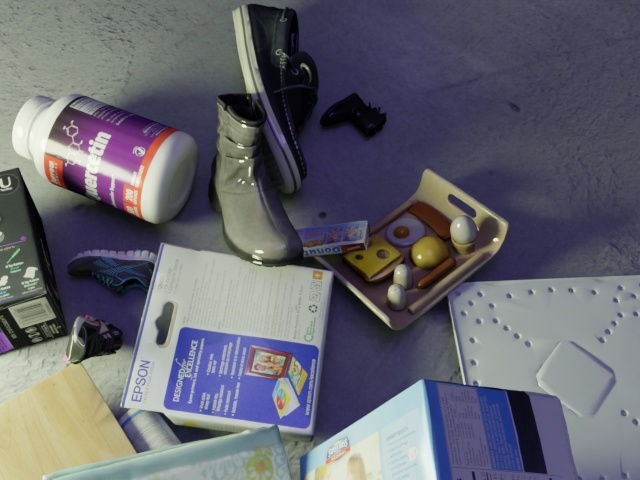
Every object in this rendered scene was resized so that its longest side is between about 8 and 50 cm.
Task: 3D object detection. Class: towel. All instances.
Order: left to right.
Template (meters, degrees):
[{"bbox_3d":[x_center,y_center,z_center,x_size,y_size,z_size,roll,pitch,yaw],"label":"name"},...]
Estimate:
[{"bbox_3d":[-0.203,0.453,1.103,0.374,0.090,0.320,-9,79,-18],"label":"towel"}]

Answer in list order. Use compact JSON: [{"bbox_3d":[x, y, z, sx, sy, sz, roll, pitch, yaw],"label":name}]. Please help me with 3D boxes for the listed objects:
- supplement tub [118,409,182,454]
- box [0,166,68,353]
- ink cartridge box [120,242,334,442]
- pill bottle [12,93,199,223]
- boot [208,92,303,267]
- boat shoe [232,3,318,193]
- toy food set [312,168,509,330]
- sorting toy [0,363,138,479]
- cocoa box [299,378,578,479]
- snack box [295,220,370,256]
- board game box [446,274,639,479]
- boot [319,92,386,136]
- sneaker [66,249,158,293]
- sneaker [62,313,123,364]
[{"bbox_3d":[-0.269,0.319,1.255,0.071,0.071,0.107,-34,65,-23],"label":"supplement tub"},{"bbox_3d":[-0.546,0.036,1.359,0.143,0.165,0.270,-16,60,-14],"label":"box"},{"bbox_3d":[-0.145,0.168,1.322,0.307,0.072,0.303,8,59,-1],"label":"ink cartridge box"},{"bbox_3d":[-0.406,-0.163,1.490,0.323,0.181,0.181,20,58,9],"label":"pill bottle"},{"bbox_3d":[-0.125,-0.117,1.398,0.118,0.223,0.338,-11,36,-28],"label":"boot"},{"bbox_3d":[-0.077,-0.311,1.613,0.156,0.187,0.500,-9,53,-3],"label":"boat shoe"},{"bbox_3d":[0.163,0.005,1.447,0.306,0.092,0.220,-35,53,-21],"label":"toy food set"},{"bbox_3d":[-0.417,0.364,1.204,0.255,0.089,0.257,-30,64,-21],"label":"sorting toy"},{"bbox_3d":[0.147,0.360,1.063,0.228,0.347,0.231,12,55,-26],"label":"cocoa box"},{"bbox_3d":[0.000,0.000,1.445,0.178,0.022,0.064,-7,38,16],"label":"snack box"},{"bbox_3d":[0.435,0.247,1.367,0.390,0.050,0.390,-2,58,-6],"label":"board game box"},{"bbox_3d":[0.072,-0.255,1.669,0.121,0.045,0.099,-37,70,-25],"label":"boot"},{"bbox_3d":[-0.374,0.060,1.421,0.166,0.065,0.076,-2,61,-4],"label":"sneaker"},{"bbox_3d":[-0.367,0.162,1.302,0.077,0.178,0.072,16,98,-5],"label":"sneaker"}]
